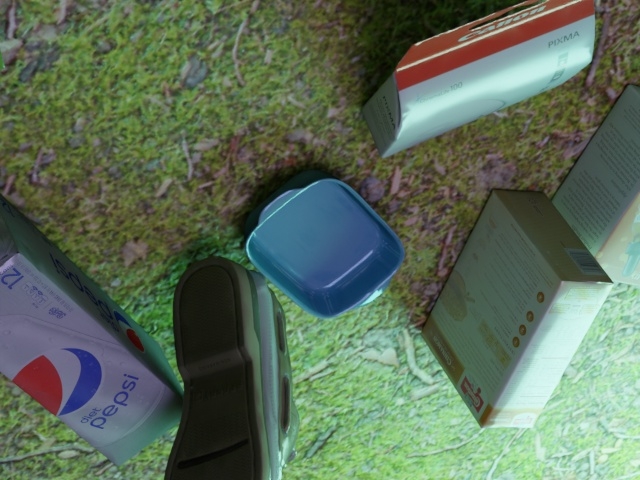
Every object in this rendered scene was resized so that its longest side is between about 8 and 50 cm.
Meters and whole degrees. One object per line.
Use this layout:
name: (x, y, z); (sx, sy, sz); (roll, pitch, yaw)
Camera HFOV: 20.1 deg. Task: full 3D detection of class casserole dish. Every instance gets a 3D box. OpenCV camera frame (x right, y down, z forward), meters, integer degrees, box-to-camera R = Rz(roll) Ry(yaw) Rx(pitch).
casserole dish: (0.000, 0.000, 1.657); (0.114, 0.037, 0.188); (-39, 137, 7)

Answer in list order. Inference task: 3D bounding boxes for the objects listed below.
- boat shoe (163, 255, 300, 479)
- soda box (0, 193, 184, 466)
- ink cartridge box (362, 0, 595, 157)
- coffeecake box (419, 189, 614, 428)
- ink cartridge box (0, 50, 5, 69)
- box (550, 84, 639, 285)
boat shoe: (-0.066, 0.169, 1.581); (0.113, 0.302, 0.103); (-10, 160, 33)
soda box: (-0.227, 0.079, 1.551); (0.091, 0.098, 0.286); (-36, 138, 4)
ink cartridge box: (0.144, -0.144, 1.504); (0.189, 0.066, 0.232); (-22, 180, -11)
coffeecake box: (0.186, 0.067, 1.747); (0.068, 0.142, 0.185); (3, 127, -32)
ink cartridge box: (-0.320, -0.171, 1.271); (0.189, 0.097, 0.255); (-20, 135, -13)
box: (0.322, -0.049, 1.760); (0.130, 0.091, 0.170); (10, 122, -36)
